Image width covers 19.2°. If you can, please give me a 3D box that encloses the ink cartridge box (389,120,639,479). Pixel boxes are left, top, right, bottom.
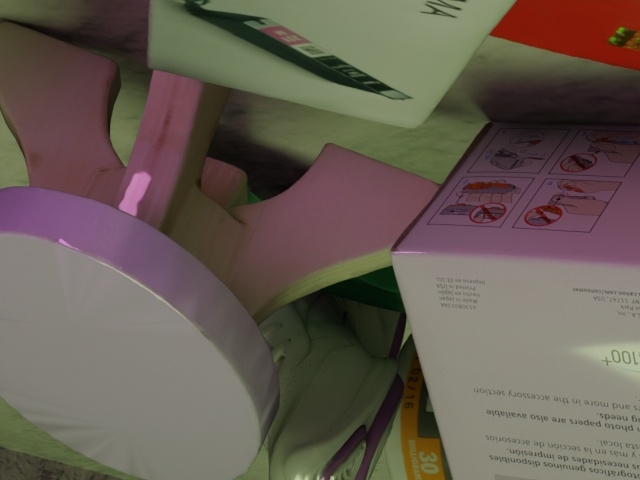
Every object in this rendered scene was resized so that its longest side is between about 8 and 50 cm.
[{"bbox_3d":[0.221,0.090,0.925,0.309,0.130,0.271,4,126,30],"label":"ink cartridge box"}]

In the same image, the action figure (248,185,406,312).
[{"bbox_3d":[0.000,0.000,1.158,0.232,0.063,0.137,19,163,-11],"label":"action figure"}]

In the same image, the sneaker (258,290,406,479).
[{"bbox_3d":[-0.026,0.083,1.209,0.152,0.114,0.305,22,-164,-4],"label":"sneaker"}]

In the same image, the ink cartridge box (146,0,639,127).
[{"bbox_3d":[0.057,-0.094,0.717,0.239,0.060,0.275,14,171,-4],"label":"ink cartridge box"}]

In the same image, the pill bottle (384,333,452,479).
[{"bbox_3d":[0.194,0.125,1.266,0.278,0.162,0.162,-2,160,38],"label":"pill bottle"}]

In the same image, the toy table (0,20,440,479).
[{"bbox_3d":[-0.082,0.000,0.954,0.252,0.161,0.274,26,156,-3],"label":"toy table"}]
